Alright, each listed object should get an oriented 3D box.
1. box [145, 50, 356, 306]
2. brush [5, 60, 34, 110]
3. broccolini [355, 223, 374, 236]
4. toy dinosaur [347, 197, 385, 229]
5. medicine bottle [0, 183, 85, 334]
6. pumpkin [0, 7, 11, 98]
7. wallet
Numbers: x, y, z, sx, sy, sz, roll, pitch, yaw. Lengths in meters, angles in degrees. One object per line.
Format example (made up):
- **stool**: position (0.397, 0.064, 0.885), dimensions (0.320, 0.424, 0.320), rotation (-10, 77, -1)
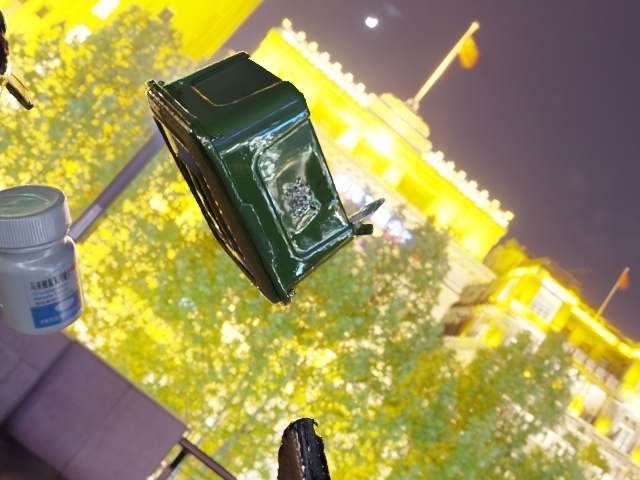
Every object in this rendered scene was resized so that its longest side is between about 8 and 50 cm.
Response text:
- **box**: position (-0.093, -0.097, 1.060), dimensions (0.253, 0.178, 0.328), rotation (42, -21, 47)
- **brush**: position (-0.570, -0.339, 1.302), dimensions (0.336, 0.020, 0.085), rotation (55, 1, 41)
- **broccolini**: position (0.021, -0.016, 1.459), dimensions (0.203, 0.091, 0.068), rotation (7, -21, -45)
- **toy dinosaur**: position (0.000, 0.000, 1.304), dimensions (0.053, 0.167, 0.242), rotation (58, -31, 6)
- **medicine bottle**: position (-0.355, 0.025, 0.912), dimensions (0.105, 0.105, 0.168), rotation (27, -51, 39)
- **pumpkin**: position (-0.511, -0.236, 0.827), dimensions (0.296, 0.295, 0.296), rotation (36, -14, 10)
- **wallet**: position (-0.026, 0.448, 1.155), dimensions (0.072, 0.262, 0.221), rotation (3, 28, -15)
